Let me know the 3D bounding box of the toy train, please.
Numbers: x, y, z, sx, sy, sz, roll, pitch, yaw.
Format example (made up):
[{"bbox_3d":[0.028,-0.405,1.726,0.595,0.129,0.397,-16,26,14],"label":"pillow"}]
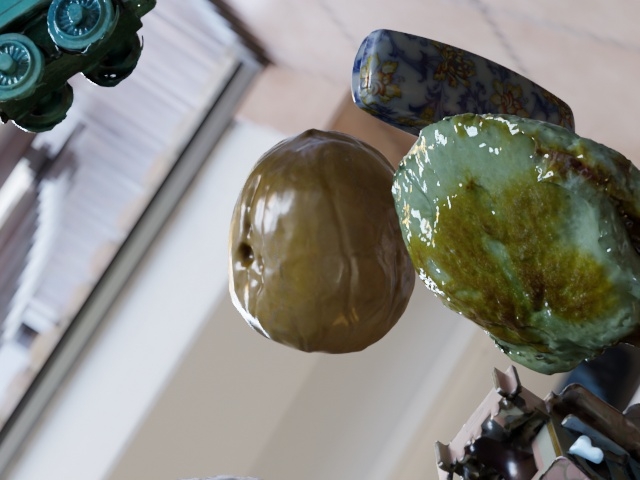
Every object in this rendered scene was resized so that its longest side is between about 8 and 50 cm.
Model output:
[{"bbox_3d":[-0.249,-0.192,1.665,0.154,0.198,0.107,56,-179,22],"label":"toy train"}]

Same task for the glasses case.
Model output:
[{"bbox_3d":[0.136,-0.126,1.741,0.248,0.087,0.065,20,164,-31],"label":"glasses case"}]

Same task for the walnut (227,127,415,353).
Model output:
[{"bbox_3d":[0.000,0.000,1.817,0.195,0.222,0.195,-2,-163,1],"label":"walnut"}]

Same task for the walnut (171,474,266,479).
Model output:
[{"bbox_3d":[-0.098,0.360,1.699,0.306,0.306,0.344,32,-178,-2],"label":"walnut"}]

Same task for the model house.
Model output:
[{"bbox_3d":[0.274,0.270,1.684,0.326,0.169,0.244,36,-162,-13],"label":"model house"}]

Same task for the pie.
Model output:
[{"bbox_3d":[0.177,0.000,1.522,0.274,0.105,0.257,-10,123,50],"label":"pie"}]
